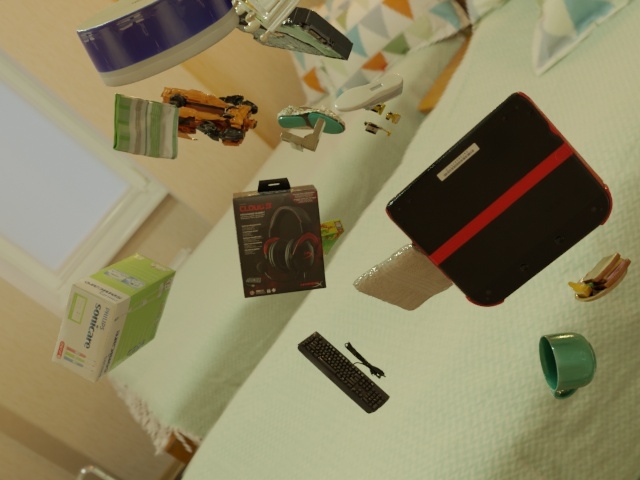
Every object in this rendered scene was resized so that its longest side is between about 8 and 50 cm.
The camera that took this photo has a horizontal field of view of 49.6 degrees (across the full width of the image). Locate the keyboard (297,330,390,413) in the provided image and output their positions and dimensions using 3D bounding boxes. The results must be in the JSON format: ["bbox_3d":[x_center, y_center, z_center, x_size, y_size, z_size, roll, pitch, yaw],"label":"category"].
[{"bbox_3d":[0.092,0.397,2.186,0.202,0.317,0.033,-26,-29,-53],"label":"keyboard"}]

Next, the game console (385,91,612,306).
[{"bbox_3d":[0.387,-0.072,1.494,0.386,0.342,0.060,-42,6,16],"label":"game console"}]

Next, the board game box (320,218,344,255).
[{"bbox_3d":[0.000,0.000,2.160,0.092,0.043,0.181,-14,-20,-24],"label":"board game box"}]

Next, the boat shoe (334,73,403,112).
[{"bbox_3d":[0.125,-0.361,1.755,0.184,0.063,0.066,-29,54,-8],"label":"boat shoe"}]

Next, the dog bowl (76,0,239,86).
[{"bbox_3d":[-0.282,-0.376,1.206,0.265,0.104,0.264,-19,29,11],"label":"dog bowl"}]

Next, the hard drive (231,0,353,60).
[{"bbox_3d":[-0.102,-0.609,1.986,0.339,0.237,0.064,21,93,34],"label":"hard drive"}]

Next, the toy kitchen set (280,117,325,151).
[{"bbox_3d":[-0.040,-0.252,1.624,0.068,0.083,0.075,70,-140,-82],"label":"toy kitchen set"}]

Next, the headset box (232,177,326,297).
[{"bbox_3d":[-0.109,-0.016,1.793,0.218,0.293,0.110,-6,12,-6],"label":"headset box"}]

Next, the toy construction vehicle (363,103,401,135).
[{"bbox_3d":[0.160,-0.330,1.872,0.035,0.098,0.085,-102,32,-56],"label":"toy construction vehicle"}]

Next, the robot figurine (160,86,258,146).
[{"bbox_3d":[-0.316,-0.340,1.913,0.211,0.291,0.085,-71,-7,-46],"label":"robot figurine"}]

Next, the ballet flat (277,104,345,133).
[{"bbox_3d":[-0.023,-0.380,2.118,0.241,0.091,0.077,12,55,27],"label":"ballet flat"}]

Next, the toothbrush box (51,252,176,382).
[{"bbox_3d":[-0.481,0.173,1.643,0.283,0.122,0.206,-45,-22,-70],"label":"toothbrush box"}]

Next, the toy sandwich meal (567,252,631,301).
[{"bbox_3d":[0.344,0.043,0.860,0.085,0.029,0.085,-43,3,3],"label":"toy sandwich meal"}]

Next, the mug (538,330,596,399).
[{"bbox_3d":[0.567,0.279,1.588,0.098,0.157,0.129,-9,60,1],"label":"mug"}]

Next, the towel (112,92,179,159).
[{"bbox_3d":[-0.338,-0.221,1.357,0.023,0.152,0.113,-1,89,35],"label":"towel"}]

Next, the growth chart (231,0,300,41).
[{"bbox_3d":[-0.116,-0.512,1.344,0.172,0.021,0.237,-39,68,16],"label":"growth chart"}]

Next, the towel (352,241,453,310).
[{"bbox_3d":[0.225,0.097,1.710,0.187,0.282,0.049,-37,56,24],"label":"towel"}]
